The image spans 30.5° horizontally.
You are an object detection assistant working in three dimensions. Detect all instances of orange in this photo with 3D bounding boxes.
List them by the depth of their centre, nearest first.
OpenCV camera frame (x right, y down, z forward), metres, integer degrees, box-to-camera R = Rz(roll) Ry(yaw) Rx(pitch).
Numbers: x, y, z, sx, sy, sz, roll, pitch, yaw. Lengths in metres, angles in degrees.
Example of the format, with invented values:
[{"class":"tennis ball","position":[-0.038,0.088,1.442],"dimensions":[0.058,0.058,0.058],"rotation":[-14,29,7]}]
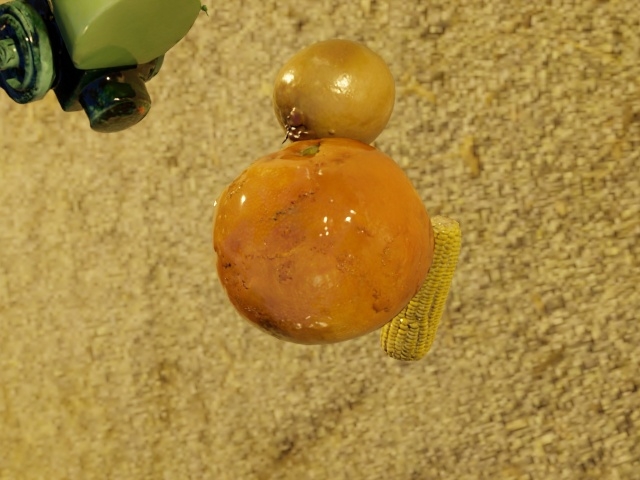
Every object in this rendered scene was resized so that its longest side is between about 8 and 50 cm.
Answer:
[{"class":"orange","position":[0.000,0.000,1.273],"dimensions":[0.240,0.240,0.239],"rotation":[10,103,49]}]

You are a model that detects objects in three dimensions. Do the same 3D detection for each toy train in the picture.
[{"class":"toy train","position":[-0.145,-0.193,0.656],"dimensions":[0.157,0.105,0.253],"rotation":[-43,66,51]}]

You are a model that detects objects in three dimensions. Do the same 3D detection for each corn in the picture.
[{"class":"corn","position":[0.121,0.058,1.407],"dimensions":[0.072,0.072,0.203],"rotation":[43,132,38]}]

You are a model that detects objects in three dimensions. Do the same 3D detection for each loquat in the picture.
[{"class":"loquat","position":[0.014,-0.165,1.378],"dimensions":[0.163,0.163,0.137],"rotation":[-22,100,49]}]
